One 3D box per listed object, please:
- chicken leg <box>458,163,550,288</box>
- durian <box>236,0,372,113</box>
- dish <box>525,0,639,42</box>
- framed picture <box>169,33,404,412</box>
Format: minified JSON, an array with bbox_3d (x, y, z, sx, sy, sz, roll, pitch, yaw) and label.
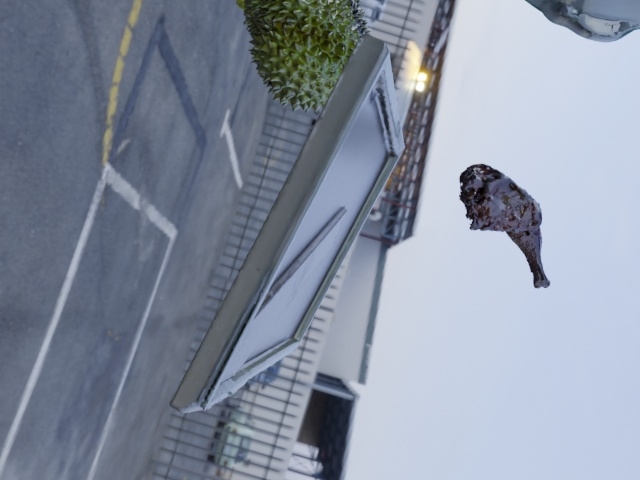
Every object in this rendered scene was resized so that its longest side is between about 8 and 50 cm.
[{"bbox_3d":[0.265,-0.024,0.956,0.093,0.205,0.053,-53,-171,-8],"label":"chicken leg"},{"bbox_3d":[-0.017,-0.262,0.881,0.198,0.159,0.146,66,21,-17],"label":"durian"},{"bbox_3d":[0.226,-0.281,0.568,0.078,0.246,0.224,100,7,-71],"label":"dish"},{"bbox_3d":[0.000,0.000,0.522,0.232,0.024,0.315,-62,172,1],"label":"framed picture"}]
